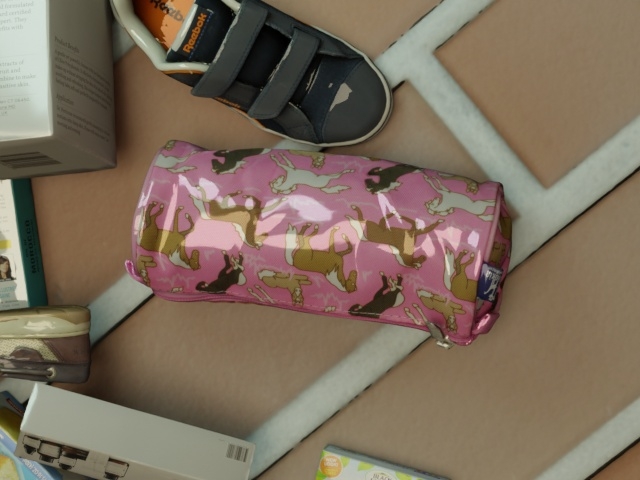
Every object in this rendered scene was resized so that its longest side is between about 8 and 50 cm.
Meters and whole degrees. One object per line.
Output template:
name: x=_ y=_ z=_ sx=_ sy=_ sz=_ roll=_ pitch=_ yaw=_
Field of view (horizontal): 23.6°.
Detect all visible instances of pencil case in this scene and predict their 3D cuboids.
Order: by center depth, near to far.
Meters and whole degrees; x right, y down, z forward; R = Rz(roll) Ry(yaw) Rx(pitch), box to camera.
pencil case: x=0.000 y=0.000 z=1.567 sx=0.386 sy=0.167 sz=0.160 roll=9 pitch=131 yaw=10

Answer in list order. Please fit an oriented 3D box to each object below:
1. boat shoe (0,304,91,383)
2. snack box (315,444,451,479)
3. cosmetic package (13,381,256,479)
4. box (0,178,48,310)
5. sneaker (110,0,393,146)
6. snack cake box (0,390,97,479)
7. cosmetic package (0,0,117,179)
boat shoe: x=-0.378 y=0.125 z=1.608 sx=0.285 sy=0.103 sz=0.092 roll=-7 pitch=89 yaw=4
snack box: x=0.060 y=0.286 z=1.635 sx=0.141 sy=0.037 sz=0.100 roll=14 pitch=95 yaw=9
cosmetic package: x=-0.196 y=0.221 z=1.608 sx=0.239 sy=0.099 sz=0.060 roll=17 pitch=65 yaw=-7
box: x=-0.362 y=0.023 z=1.679 sx=0.101 sy=0.060 sz=0.244 roll=-7 pitch=93 yaw=10
sneaker: x=-0.080 y=-0.191 z=1.581 sx=0.321 sy=0.127 sz=0.126 roll=26 pitch=97 yaw=6
snack cake box: x=-0.316 y=0.313 z=1.679 sx=0.264 sy=0.089 sz=0.152 roll=43 pitch=99 yaw=5
cosmetic package: x=-0.307 y=-0.259 z=1.550 sx=0.155 sy=0.197 sz=0.365 roll=-5 pitch=81 yaw=12
